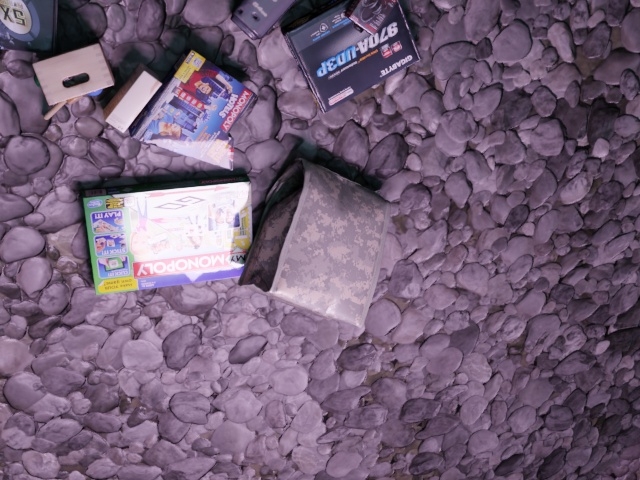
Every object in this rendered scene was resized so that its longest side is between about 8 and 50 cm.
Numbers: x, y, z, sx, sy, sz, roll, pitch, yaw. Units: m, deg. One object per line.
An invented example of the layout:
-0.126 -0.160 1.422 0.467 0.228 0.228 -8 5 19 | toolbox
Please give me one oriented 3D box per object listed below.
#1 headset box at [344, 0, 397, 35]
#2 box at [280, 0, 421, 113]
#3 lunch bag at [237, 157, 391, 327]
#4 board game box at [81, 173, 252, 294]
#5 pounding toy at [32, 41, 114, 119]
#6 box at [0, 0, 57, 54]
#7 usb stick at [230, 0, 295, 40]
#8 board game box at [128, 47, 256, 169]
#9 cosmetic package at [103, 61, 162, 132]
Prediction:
0.088 -0.414 1.377 0.062 0.032 0.083 29 102 -28 | headset box
0.059 -0.369 1.440 0.220 0.051 0.175 -29 121 -3 | box
0.000 0.000 1.542 0.235 0.169 0.287 23 81 -30 | lunch bag
-0.293 -0.013 1.512 0.317 0.046 0.213 -7 118 -15 | board game box
-0.423 -0.266 1.295 0.141 0.130 0.100 -20 109 -8 | pounding toy
-0.514 -0.386 1.220 0.180 0.077 0.147 2 116 -20 | box
-0.046 -0.475 1.352 0.278 0.045 0.077 -46 122 8 | usb stick
-0.218 -0.226 1.417 0.194 0.060 0.194 31 103 -31 | board game box
-0.335 -0.254 1.362 0.041 0.060 0.115 35 103 -31 | cosmetic package
